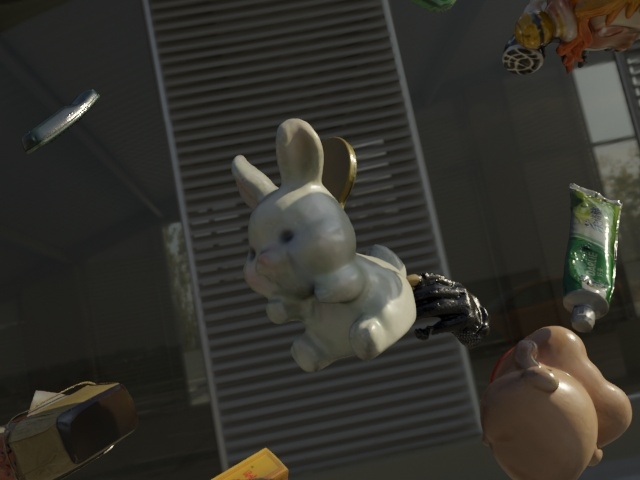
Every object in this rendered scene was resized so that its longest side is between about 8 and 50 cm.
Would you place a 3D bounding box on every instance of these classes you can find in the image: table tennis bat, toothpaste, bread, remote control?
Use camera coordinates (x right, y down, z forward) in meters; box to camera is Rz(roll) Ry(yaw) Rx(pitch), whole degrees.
[{"bbox_3d":[0.019,-0.102,1.552,0.050,0.321,0.198,21,-51,-37],"label":"table tennis bat"},{"bbox_3d":[0.333,0.015,0.841,0.078,0.248,0.047,22,-43,7],"label":"toothpaste"},{"bbox_3d":[-0.425,0.308,1.097,0.212,0.142,0.224,-19,0,24],"label":"bread"},{"bbox_3d":[-0.515,-0.239,1.358,0.072,0.042,0.222,-20,27,31],"label":"remote control"}]

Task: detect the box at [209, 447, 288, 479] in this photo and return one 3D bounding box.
[{"bbox_3d":[-0.160,0.555,1.320,0.174,0.274,0.076,-21,41,-39],"label":"box"}]

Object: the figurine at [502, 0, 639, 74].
[{"bbox_3d":[0.436,-0.383,1.034,0.320,0.196,0.323,-18,-7,-16],"label":"figurine"}]

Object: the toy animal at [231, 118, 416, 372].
[{"bbox_3d":[-0.003,0.007,1.054,0.196,0.367,0.241,-27,14,40],"label":"toy animal"}]

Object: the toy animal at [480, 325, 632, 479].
[{"bbox_3d":[0.277,0.201,0.826,0.171,0.171,0.198,-16,3,28],"label":"toy animal"}]

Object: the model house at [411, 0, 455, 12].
[{"bbox_3d":[0.087,-0.451,0.550,0.300,0.340,0.323,31,-25,2],"label":"model house"}]

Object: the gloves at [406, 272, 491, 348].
[{"bbox_3d":[0.214,0.112,1.236,0.181,0.129,0.106,34,-46,-21],"label":"gloves"}]
